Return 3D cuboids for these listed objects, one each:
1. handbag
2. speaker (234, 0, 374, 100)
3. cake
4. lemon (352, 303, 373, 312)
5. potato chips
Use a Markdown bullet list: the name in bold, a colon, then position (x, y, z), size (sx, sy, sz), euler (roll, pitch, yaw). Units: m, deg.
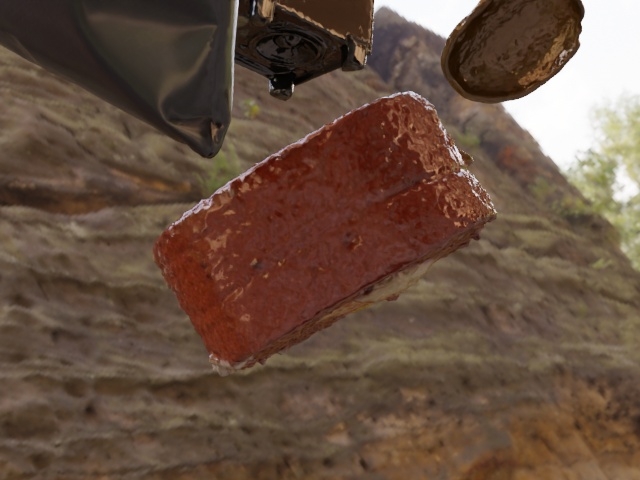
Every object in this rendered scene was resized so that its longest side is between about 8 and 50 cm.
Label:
- **handbag**: position (-0.111, -0.172, 0.404), size (0.088, 0.254, 0.211), euler (-11, -62, -40)
- **speaker**: position (-0.058, -0.361, 1.295), size (0.232, 0.254, 0.184), euler (17, -20, -39)
- **cake**: position (0.000, 0.000, 0.760), size (0.283, 0.151, 0.177), euler (-29, 0, 10)
- **lemon**: position (0.020, 0.012, 1.188), size (0.173, 0.173, 0.206), euler (-31, -9, -9)
- **potato chips**: position (0.255, -0.269, 1.224), size (0.201, 0.049, 0.150), euler (-40, -63, 10)
